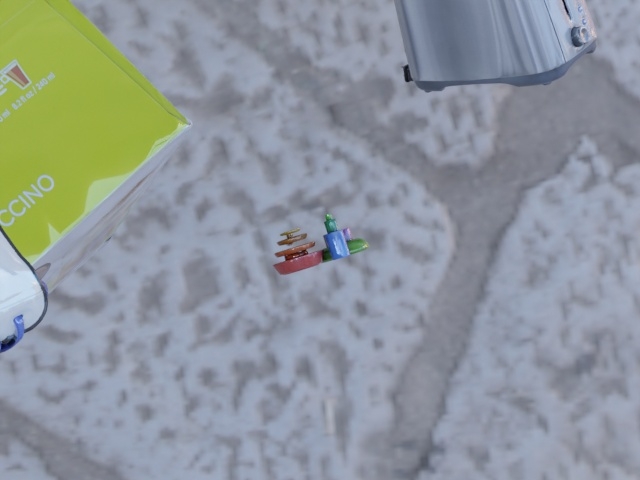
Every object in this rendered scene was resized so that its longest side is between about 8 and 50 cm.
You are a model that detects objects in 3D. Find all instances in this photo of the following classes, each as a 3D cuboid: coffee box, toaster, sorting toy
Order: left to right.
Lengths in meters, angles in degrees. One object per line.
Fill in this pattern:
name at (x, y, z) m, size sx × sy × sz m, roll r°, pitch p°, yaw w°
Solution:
coffee box at (-0.394, -0.073, 1.740) m, size 0.338 × 0.334 × 0.337 m, roll 46°, pitch 60°, yaw -1°
sorting toy at (0.000, 0.000, 1.615) m, size 0.102 × 0.061 × 0.042 m, roll -17°, pitch 90°, yaw -40°
toaster at (0.165, -0.240, 1.805) m, size 0.129 × 0.227 × 0.146 m, roll -36°, pitch 117°, yaw -42°

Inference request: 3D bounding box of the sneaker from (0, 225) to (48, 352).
sneaker at (-0.275, 0.071, 1.184) m, size 0.182 × 0.127 × 0.315 m, roll 15°, pitch 73°, yaw -35°
